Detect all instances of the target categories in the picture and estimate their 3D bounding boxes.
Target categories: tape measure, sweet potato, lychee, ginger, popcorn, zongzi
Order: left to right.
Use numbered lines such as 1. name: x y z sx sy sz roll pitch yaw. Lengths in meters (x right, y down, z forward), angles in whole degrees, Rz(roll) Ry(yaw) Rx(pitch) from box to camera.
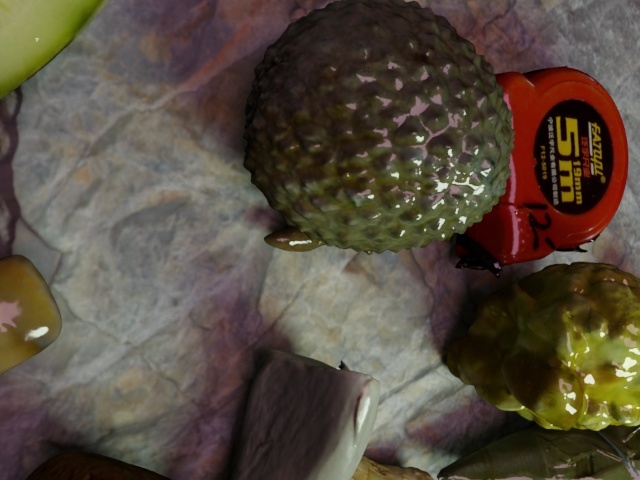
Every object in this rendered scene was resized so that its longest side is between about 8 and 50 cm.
1. sweet potato: 0.003 -0.006 0.681 0.153 0.038 0.041 3 116 -32
2. lychee: 0.055 -0.109 0.587 0.255 0.274 0.255 -26 134 -29
3. ginger: 0.070 0.307 0.708 0.190 0.069 0.095 28 126 -28
4. tape measure: 0.282 -0.094 0.761 0.260 0.114 0.253 -8 96 -27
5. popcorn: 0.284 0.137 0.720 0.251 0.237 0.206 -13 86 8
6. zongzi: 0.356 0.400 0.806 0.392 0.174 0.356 -14 106 -13

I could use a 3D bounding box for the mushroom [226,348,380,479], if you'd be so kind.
1. mushroom: -0.049 0.269 0.611 0.122 0.159 0.329 22 88 -13

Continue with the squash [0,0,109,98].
1. squash: -0.330 -0.172 0.458 0.236 0.204 0.155 28 64 -34

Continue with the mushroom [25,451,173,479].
1. mushroom: -0.185 0.340 0.503 0.195 0.263 0.283 31 47 -42

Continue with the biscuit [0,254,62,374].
1. biscuit: -0.400 0.056 0.483 0.290 0.062 0.237 -28 105 -16
